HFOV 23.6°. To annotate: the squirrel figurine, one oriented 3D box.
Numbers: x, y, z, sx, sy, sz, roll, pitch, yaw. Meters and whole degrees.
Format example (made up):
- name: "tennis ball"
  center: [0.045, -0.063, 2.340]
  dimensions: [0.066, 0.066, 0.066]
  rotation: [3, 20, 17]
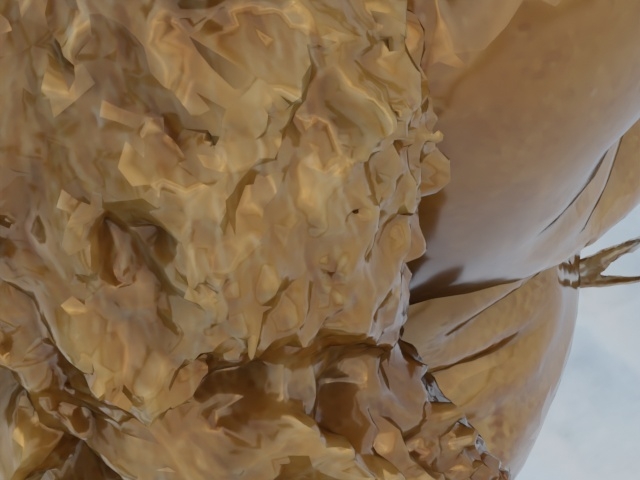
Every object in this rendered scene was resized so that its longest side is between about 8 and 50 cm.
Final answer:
- name: "squirrel figurine"
  center: [0.000, 0.000, 0.518]
  dimensions: [0.281, 0.397, 0.370]
  rotation: [21, 136, 16]
